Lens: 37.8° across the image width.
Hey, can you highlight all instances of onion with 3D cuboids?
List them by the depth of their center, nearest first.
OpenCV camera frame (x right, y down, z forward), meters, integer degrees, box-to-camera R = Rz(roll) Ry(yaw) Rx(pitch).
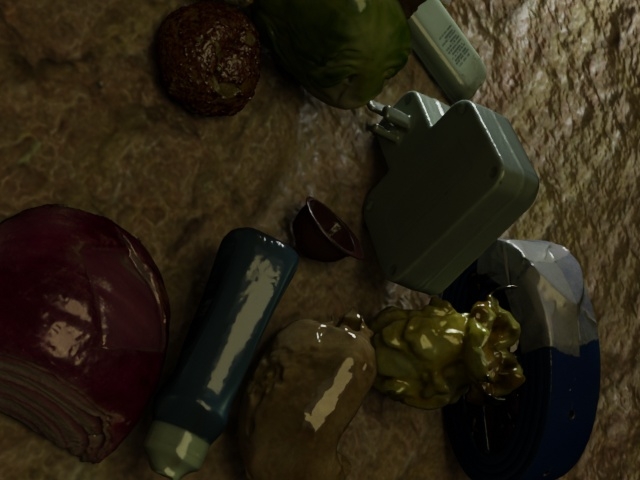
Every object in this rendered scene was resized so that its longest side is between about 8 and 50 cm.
[{"bbox_3d":[-0.250,0.084,0.990,0.250,0.111,0.247,39,64,-25],"label":"onion"}]

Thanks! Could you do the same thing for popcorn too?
[{"bbox_3d":[0.158,0.142,1.237,0.168,0.195,0.173,43,52,-27],"label":"popcorn"}]

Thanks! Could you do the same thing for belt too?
[{"bbox_3d":[0.273,0.170,1.310,0.117,0.212,0.346,3,86,-35],"label":"belt"}]

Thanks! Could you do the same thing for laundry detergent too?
[{"bbox_3d":[-0.123,0.130,1.056,0.094,0.143,0.289,30,66,-15],"label":"laundry detergent"}]

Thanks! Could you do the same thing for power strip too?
[{"bbox_3d":[0.142,-0.095,1.251,0.141,0.229,0.261,20,37,-33],"label":"power strip"}]

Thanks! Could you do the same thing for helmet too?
[{"bbox_3d":[0.000,0.000,1.222,0.111,0.057,0.089,39,19,-31],"label":"helmet"}]

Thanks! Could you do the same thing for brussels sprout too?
[{"bbox_3d":[0.020,-0.280,1.191,0.223,0.223,0.161,43,66,-25],"label":"brussels sprout"}]

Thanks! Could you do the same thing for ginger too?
[{"bbox_3d":[-0.019,0.199,1.134,0.152,0.138,0.267,24,81,-47],"label":"ginger"}]

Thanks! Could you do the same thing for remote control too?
[{"bbox_3d":[0.148,-0.339,1.401,0.309,0.038,0.090,49,58,-20],"label":"remote control"}]

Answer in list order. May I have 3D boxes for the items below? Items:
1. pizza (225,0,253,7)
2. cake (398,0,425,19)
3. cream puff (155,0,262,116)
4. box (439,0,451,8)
[{"bbox_3d":[-0.149,-0.382,1.127,0.188,0.080,0.204,-12,74,-34],"label":"pizza"},{"bbox_3d":[0.108,-0.489,1.212,0.256,0.290,0.282,27,68,-14],"label":"cake"},{"bbox_3d":[-0.128,-0.224,1.144,0.149,0.084,0.148,5,82,-35],"label":"cream puff"},{"bbox_3d":[0.192,-0.409,1.461,0.046,0.012,0.083,30,65,-32],"label":"box"}]
